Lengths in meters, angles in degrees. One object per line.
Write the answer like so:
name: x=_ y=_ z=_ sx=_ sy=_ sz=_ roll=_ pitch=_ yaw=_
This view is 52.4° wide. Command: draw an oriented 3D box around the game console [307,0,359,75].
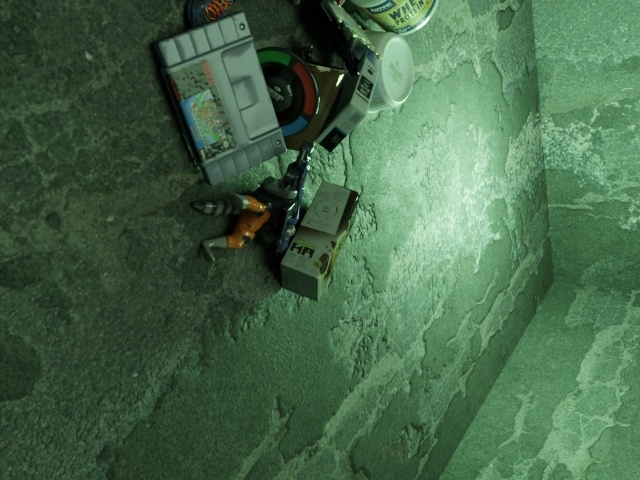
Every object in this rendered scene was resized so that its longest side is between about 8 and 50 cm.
game console: x=0.055 y=-0.549 z=1.802 sx=0.213 sy=0.044 sz=0.361 roll=50 pitch=14 yaw=-35

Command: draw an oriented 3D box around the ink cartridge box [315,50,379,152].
ink cartridge box: x=0.084 y=-0.400 z=1.852 sx=0.065 sy=0.165 sz=0.332 roll=34 pitch=40 yaw=-16

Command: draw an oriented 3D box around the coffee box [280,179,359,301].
coffee box: x=0.000 y=0.000 z=1.859 sx=0.168 sy=0.119 sz=0.297 roll=92 pitch=22 yaw=-63

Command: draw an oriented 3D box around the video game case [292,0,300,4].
video game case: x=-0.049 y=-0.753 z=1.736 sx=0.173 sy=0.022 sz=0.190 roll=-179 pitch=-85 yaw=-83

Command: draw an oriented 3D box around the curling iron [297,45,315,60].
curling iron: x=-0.003 y=-0.453 z=1.919 sx=0.068 sy=0.035 sz=0.274 roll=-54 pitch=134 yaw=-35

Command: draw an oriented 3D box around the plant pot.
plant pot: x=-0.061 y=-0.363 z=1.734 sx=0.215 sy=0.215 sz=0.230 roll=-12 pitch=121 yaw=-53

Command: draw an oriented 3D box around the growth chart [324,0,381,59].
growth chart: x=0.092 y=-0.633 z=1.915 sx=0.237 sy=0.021 sz=0.172 roll=24 pitch=35 yaw=-50

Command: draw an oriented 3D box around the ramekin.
ramekin: x=0.198 y=-0.550 z=2.108 sx=0.273 sy=0.127 sz=0.273 roll=-9 pitch=101 yaw=-54

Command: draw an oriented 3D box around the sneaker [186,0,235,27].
sneaker: x=-0.242 y=-0.573 z=1.528 sx=0.083 sy=0.087 sz=0.221 roll=43 pitch=60 yaw=-47

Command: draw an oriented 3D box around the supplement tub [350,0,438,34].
supplement tub: x=0.203 y=-0.795 z=1.997 sx=0.316 sy=0.228 sz=0.228 roll=15 pitch=82 yaw=-54

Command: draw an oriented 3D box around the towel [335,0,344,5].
towel: x=0.013 y=-0.789 z=1.754 sx=0.199 sy=0.031 sz=0.275 roll=-131 pitch=-160 yaw=-82

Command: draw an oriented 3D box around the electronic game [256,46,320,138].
electronic game: x=-0.110 y=-0.365 z=1.619 sx=0.048 sy=0.229 sz=0.229 roll=-52 pitch=135 yaw=-57

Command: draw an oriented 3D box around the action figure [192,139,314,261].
action figure: x=-0.147 y=-0.116 z=1.648 sx=0.330 sy=0.178 sz=0.341 roll=-29 pitch=144 yaw=-55

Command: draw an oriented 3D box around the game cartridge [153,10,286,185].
game cartridge: x=-0.229 y=-0.328 z=1.533 sx=0.230 sy=0.068 sz=0.355 roll=-31 pitch=121 yaw=-25
